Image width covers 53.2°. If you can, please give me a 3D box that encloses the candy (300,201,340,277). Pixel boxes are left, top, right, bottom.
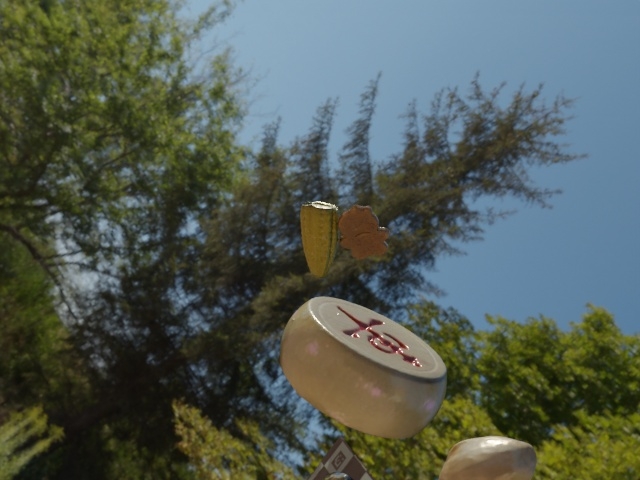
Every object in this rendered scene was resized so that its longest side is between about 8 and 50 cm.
[{"bbox_3d":[0.000,0.000,1.681,0.106,0.094,0.199,7,-77,30],"label":"candy"}]

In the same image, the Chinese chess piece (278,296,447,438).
[{"bbox_3d":[0.063,0.177,0.930,0.250,0.250,0.097,36,-74,38],"label":"Chinese chess piece"}]

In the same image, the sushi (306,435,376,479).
[{"bbox_3d":[-0.026,0.550,1.141,0.064,0.343,0.359,39,-4,-22],"label":"sushi"}]

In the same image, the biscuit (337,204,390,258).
[{"bbox_3d":[0.106,-0.019,1.653,0.133,0.027,0.184,-21,-48,26],"label":"biscuit"}]

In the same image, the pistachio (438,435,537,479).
[{"bbox_3d":[0.487,0.689,1.891,0.214,0.317,0.193,67,6,28],"label":"pistachio"}]
